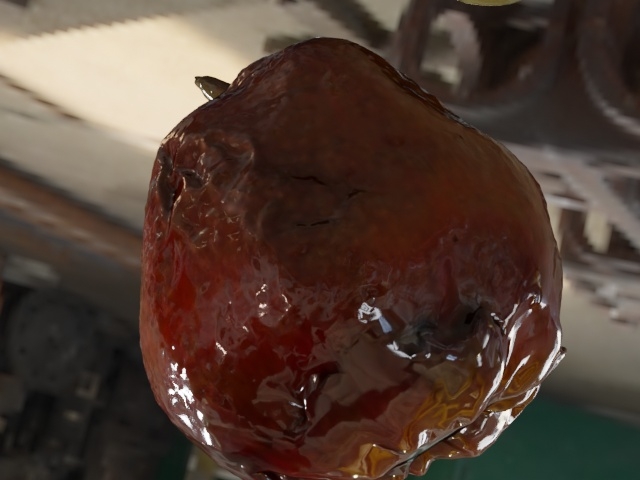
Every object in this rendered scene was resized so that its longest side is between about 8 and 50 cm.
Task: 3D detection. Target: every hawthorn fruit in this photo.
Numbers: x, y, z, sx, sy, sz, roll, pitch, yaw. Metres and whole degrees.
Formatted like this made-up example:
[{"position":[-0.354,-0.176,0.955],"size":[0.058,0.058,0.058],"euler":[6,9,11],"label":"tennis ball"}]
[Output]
[{"position":[0.009,0.010,0.766],"size":[0.173,0.179,0.173],"euler":[0,168,0],"label":"hawthorn fruit"}]

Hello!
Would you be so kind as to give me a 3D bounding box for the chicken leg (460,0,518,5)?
[{"position":[0.057,-0.179,0.953],"size":[0.070,0.093,0.178],"euler":[9,-155,-39],"label":"chicken leg"}]
